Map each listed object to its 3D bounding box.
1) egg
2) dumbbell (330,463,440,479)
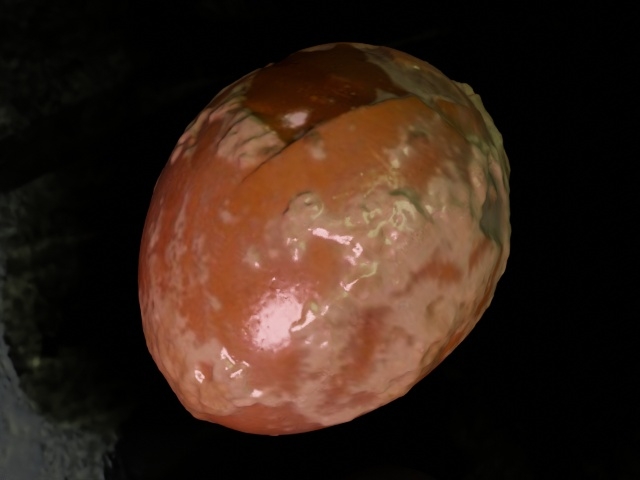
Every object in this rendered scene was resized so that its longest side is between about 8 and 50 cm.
[{"bbox_3d":[0.000,0.000,0.940,0.233,0.195,0.195,-43,109,-17],"label":"egg"},{"bbox_3d":[-0.055,0.248,0.856,0.322,0.204,0.203,-15,93,-36],"label":"dumbbell"}]
